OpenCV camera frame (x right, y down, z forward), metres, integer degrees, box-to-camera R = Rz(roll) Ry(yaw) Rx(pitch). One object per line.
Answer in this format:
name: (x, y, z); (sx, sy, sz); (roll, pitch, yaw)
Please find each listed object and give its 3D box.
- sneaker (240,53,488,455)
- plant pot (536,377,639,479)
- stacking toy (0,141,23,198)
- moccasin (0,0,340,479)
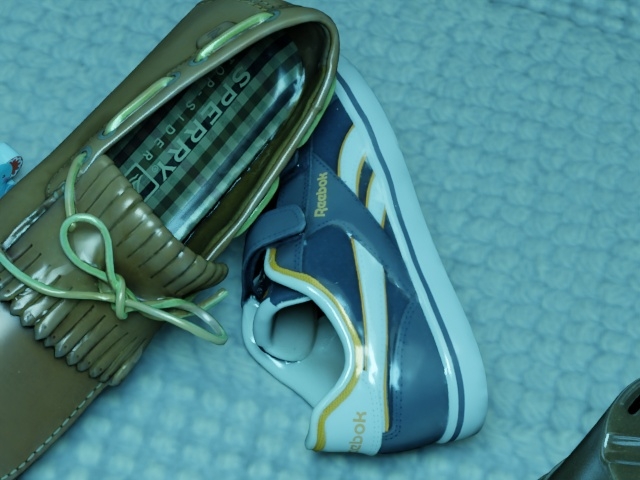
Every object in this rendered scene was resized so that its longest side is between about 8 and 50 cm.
sneaker: (0.000, 0.000, 1.127); (0.127, 0.126, 0.321); (-11, 55, -17)
plant pot: (0.212, 0.172, 1.020); (0.167, 0.165, 0.167); (6, 53, -8)
stacking toy: (-0.260, -0.025, 1.139); (0.167, 0.052, 0.221); (38, 56, 16)
moccasin: (-0.117, -0.001, 1.050); (0.380, 0.147, 0.139); (-47, 113, -19)
